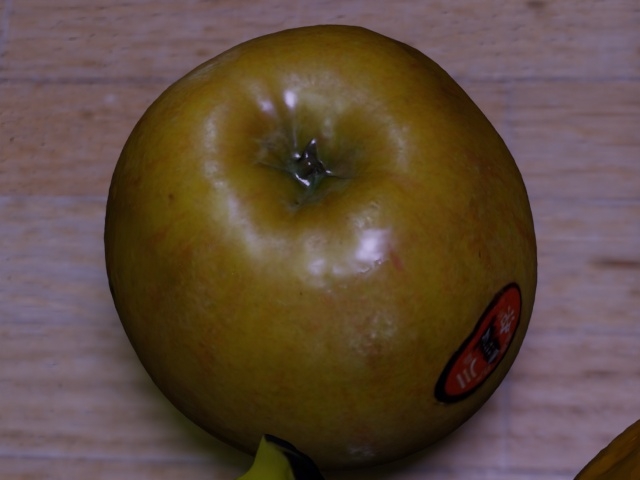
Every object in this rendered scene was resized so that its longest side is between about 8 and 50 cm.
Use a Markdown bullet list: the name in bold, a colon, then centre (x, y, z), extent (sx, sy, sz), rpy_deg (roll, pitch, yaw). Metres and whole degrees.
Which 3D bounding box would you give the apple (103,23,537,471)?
- **apple**: centre (0.000, 0.000, 0.573), extent (0.183, 0.155, 0.182), rpy_deg (-4, 67, 8)

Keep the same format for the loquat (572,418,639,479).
- **loquat**: centre (0.178, 0.173, 0.423), extent (0.276, 0.276, 0.283), rpy_deg (3, 84, 8)

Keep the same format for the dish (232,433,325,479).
- **dish**: centre (-0.022, 0.213, 0.486), extent (0.108, 0.221, 0.262), rpy_deg (23, 56, -21)
